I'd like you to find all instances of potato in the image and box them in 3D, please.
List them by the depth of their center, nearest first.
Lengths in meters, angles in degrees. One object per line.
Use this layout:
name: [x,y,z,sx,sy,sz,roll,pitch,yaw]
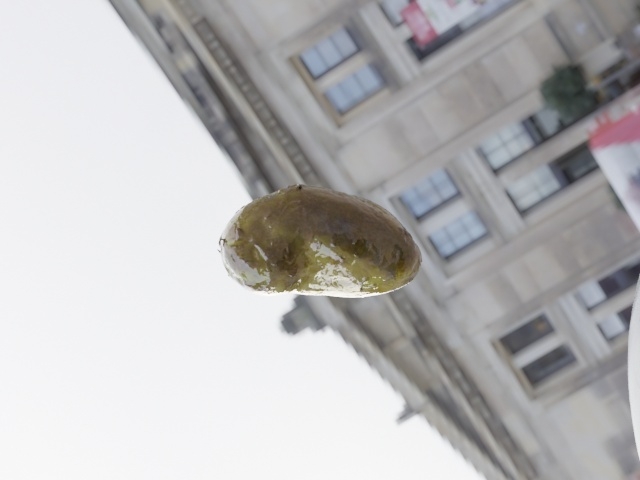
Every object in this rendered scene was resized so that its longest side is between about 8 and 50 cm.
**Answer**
potato: [0.000,0.000,0.604,0.045,0.092,0.047,-145,59,-61]

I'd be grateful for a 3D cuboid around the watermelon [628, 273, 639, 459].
watermelon: [0.229,0.032,0.432,0.269,0.269,0.269,53,-166,-20]
